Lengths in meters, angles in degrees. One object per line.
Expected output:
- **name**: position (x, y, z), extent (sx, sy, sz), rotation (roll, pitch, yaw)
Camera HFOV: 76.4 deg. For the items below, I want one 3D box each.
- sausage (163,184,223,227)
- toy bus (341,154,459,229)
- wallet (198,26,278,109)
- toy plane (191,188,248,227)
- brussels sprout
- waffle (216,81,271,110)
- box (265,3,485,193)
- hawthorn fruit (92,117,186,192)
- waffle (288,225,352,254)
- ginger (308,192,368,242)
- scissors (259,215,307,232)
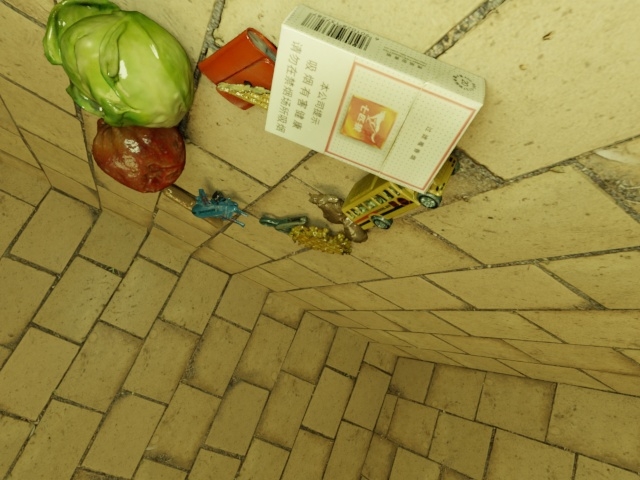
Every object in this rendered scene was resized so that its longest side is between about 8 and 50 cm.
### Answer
- **sausage**: position (-0.556, -0.151, 1.792), extent (0.066, 0.065, 0.301), rotation (1, 153, 47)
- **toy bus**: position (0.175, -0.120, 0.970), extent (0.123, 0.121, 0.335), rotation (35, 160, -12)
- **wallet**: position (-0.151, -0.344, 0.842), extent (0.204, 0.045, 0.142), rotation (1, 152, 48)
- **toy plane**: position (-0.418, -0.132, 1.619), extent (0.271, 0.105, 0.254), rotation (9, 156, 37)
- **brussels sprout**: position (-0.405, -0.352, 0.848), extent (0.259, 0.227, 0.294), rotation (28, 174, 32)
- **waffle**: position (-0.128, -0.303, 0.822), extent (0.153, 0.023, 0.097), rotation (21, 164, -17)
- **box**: position (0.082, -0.235, 0.712), extent (0.330, 0.095, 0.210), rotation (21, 143, -1)
- **hawthorn fruit**: position (-0.519, -0.266, 1.181), extent (0.258, 0.258, 0.261), rotation (8, 128, 37)
- **waffle**: position (0.000, 0.000, 1.544), extent (0.232, 0.051, 0.228), rotation (5, 164, 21)
- **ginger**: position (0.071, -0.060, 1.291), extent (0.122, 0.084, 0.290), rotation (-2, 150, 38)
- **scissors**: position (-0.130, -0.066, 1.564), extent (0.138, 0.041, 0.289), rotation (27, 162, -29)
